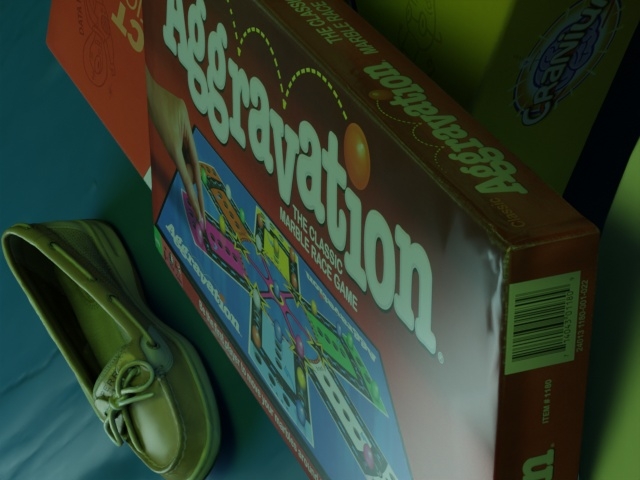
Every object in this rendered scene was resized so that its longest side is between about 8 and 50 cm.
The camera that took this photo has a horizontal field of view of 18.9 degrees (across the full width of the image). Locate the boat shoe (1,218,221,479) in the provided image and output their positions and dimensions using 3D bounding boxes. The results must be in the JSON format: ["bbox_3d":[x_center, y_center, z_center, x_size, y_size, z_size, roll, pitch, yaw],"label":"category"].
[{"bbox_3d":[-0.095,0.049,0.861,0.056,0.048,0.153,-54,52,33],"label":"boat shoe"}]

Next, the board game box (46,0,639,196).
[{"bbox_3d":[0.004,-0.115,0.657,0.242,0.064,0.316,52,145,30],"label":"board game box"}]

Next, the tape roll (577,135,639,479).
[{"bbox_3d":[0.203,0.042,0.437,0.246,0.169,0.246,-3,86,47],"label":"tape roll"}]

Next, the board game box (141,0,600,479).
[{"bbox_3d":[0.000,0.000,0.573,0.281,0.027,0.145,-130,35,-55],"label":"board game box"}]
